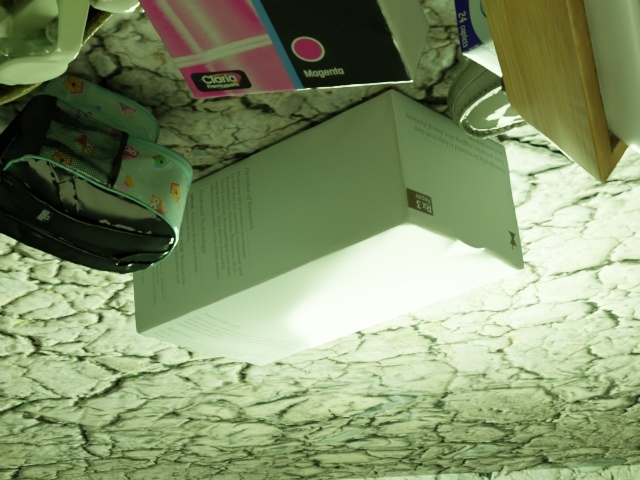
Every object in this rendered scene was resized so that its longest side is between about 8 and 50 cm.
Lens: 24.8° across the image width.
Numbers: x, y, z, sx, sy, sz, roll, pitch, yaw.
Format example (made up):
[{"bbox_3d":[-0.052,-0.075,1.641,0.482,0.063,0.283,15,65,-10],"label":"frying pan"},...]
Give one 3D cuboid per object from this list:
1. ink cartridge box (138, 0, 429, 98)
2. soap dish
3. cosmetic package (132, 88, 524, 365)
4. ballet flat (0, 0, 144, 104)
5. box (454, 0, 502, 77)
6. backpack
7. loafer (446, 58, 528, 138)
[{"bbox_3d":[-0.069,-0.240,0.924,0.176,0.069,0.371,-2,140,25],"label":"ink cartridge box"},{"bbox_3d":[0.183,-0.213,0.901,0.118,0.229,0.291,18,151,30],"label":"soap dish"},{"bbox_3d":[0.000,0.000,1.573,0.385,0.156,0.217,-23,152,32],"label":"cosmetic package"},{"bbox_3d":[-0.180,-0.202,1.099,0.123,0.123,0.349,14,149,-39],"label":"ballet flat"},{"bbox_3d":[0.176,-0.215,1.147,0.137,0.126,0.072,-24,150,35],"label":"box"},{"bbox_3d":[-0.218,-0.055,1.380,0.188,0.144,0.166,30,141,-19],"label":"backpack"},{"bbox_3d":[0.245,-0.159,1.311,0.112,0.111,0.319,15,149,-40],"label":"loafer"}]
